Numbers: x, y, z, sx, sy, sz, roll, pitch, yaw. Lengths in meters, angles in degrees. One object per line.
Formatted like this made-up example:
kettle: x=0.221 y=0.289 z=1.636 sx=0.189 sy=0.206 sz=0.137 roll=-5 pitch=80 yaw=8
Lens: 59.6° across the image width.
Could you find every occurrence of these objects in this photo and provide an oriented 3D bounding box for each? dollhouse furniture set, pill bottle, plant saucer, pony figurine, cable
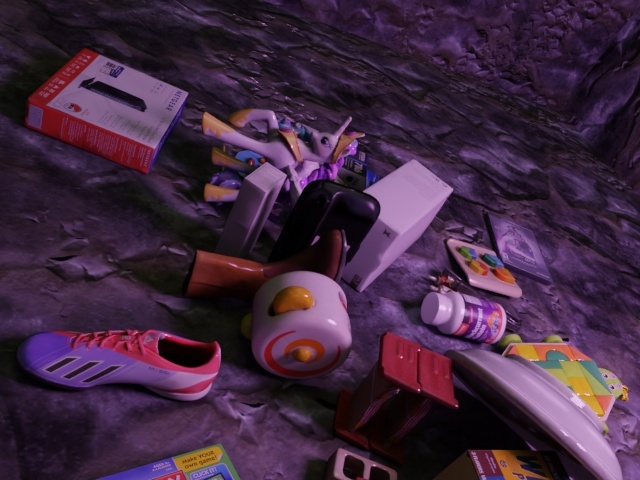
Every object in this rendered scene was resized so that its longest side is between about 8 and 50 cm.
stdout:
dollhouse furniture set: x=0.115 y=0.363 z=0.936 sx=0.152 sy=0.201 sz=0.374 roll=25 pitch=35 yaw=-7
pill bottle: x=0.354 y=0.188 z=1.396 sx=0.193 sy=0.108 sz=0.108 roll=15 pitch=38 yaw=-19
plant saucer: x=0.421 y=0.325 z=1.079 sx=0.400 sy=0.100 sz=0.400 roll=42 pitch=-7 yaw=6
pony figurine: x=-0.092 y=-0.151 z=1.348 sx=0.363 sy=0.351 sz=0.303 roll=7 pitch=34 yaw=1
cable: x=0.418 y=0.168 z=1.537 sx=0.287 sy=0.072 sz=0.139 roll=33 pitch=16 yaw=-17

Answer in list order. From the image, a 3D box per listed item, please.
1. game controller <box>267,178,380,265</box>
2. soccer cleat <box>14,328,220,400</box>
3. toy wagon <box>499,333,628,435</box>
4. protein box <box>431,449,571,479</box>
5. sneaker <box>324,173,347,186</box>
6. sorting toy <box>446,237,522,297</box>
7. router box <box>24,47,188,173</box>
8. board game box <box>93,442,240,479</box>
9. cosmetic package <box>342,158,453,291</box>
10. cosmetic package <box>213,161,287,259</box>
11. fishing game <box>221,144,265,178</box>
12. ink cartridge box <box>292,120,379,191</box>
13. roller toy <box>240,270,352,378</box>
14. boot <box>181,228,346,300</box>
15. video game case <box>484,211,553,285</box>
game controller: x=0.000 y=0.000 z=1.197 sx=0.166 sy=0.319 sz=0.067 roll=11 pitch=48 yaw=-19
soccer cleat: x=-0.322 y=0.185 z=0.918 sx=0.318 sy=0.116 sz=0.109 roll=15 pitch=38 yaw=-20
toy wagon: x=0.598 y=0.347 z=1.361 sx=0.344 sy=0.068 sz=0.267 roll=2 pitch=43 yaw=-10
protein box: x=0.295 y=0.463 z=0.941 sx=0.201 sy=0.200 sz=0.136 roll=11 pitch=40 yaw=-26
sneaker: x=0.053 y=-0.145 z=1.640 sx=0.077 sy=0.072 sz=0.178 roll=14 pitch=45 yaw=-41
sorting toy: x=0.491 y=0.075 z=1.674 sx=0.192 sy=0.038 sz=0.208 roll=16 pitch=31 yaw=-19
router box: x=-0.532 y=-0.342 z=1.441 sx=0.301 sy=0.082 sz=0.336 roll=21 pitch=36 yaw=-12
board game box: x=-0.234 y=0.403 z=0.735 sx=0.317 sy=0.046 sz=0.213 roll=-4 pitch=35 yaw=-37
cosmetic package: x=0.179 y=-0.050 z=1.477 sx=0.156 sy=0.217 sz=0.385 roll=40 pitch=35 yaw=13
cosmetic package: x=-0.158 y=-0.047 z=1.210 sx=0.060 sy=0.239 sz=0.099 roll=34 pitch=35 yaw=7
fishing game: x=-0.152 y=-0.204 z=1.579 sx=0.264 sy=0.041 sz=0.189 roll=18 pitch=40 yaw=-17
ink cartridge box: x=0.048 y=-0.253 z=1.759 sx=0.332 sy=0.065 sz=0.165 roll=24 pitch=35 yaw=-10
roller toy: x=-0.036 y=0.167 z=1.071 sx=0.191 sy=0.209 sz=0.146 roll=23 pitch=36 yaw=-24
boot: x=-0.113 y=0.045 z=1.112 sx=0.280 sy=0.264 sz=0.096 roll=14 pitch=53 yaw=-24
video game case: x=0.665 y=0.023 z=1.889 sx=0.196 sy=0.026 sz=0.274 roll=21 pitch=37 yaw=-12
